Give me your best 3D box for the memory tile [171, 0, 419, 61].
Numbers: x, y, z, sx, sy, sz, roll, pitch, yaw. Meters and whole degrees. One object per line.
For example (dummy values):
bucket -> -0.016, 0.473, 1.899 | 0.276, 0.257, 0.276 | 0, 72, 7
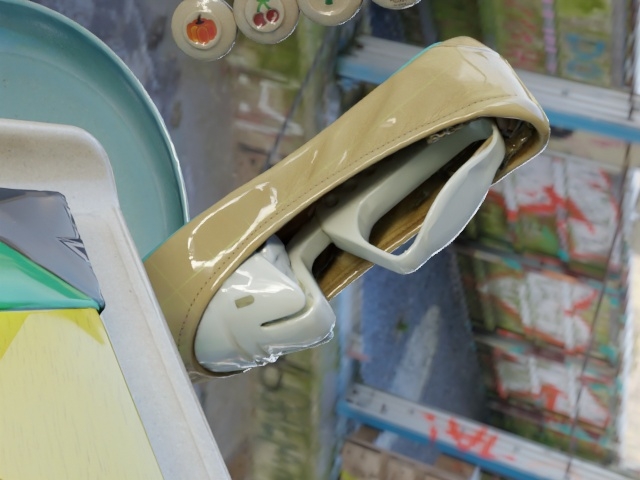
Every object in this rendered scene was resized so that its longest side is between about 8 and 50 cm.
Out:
memory tile -> -0.023, -0.163, 0.608 | 0.012, 0.148, 0.113 | -68, 143, -68

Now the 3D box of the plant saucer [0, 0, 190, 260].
plant saucer -> -0.218, 0.012, 0.684 | 0.044, 0.317, 0.318 | 21, 86, -72

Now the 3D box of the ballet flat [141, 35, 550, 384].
ballet flat -> 0.000, 0.000, 0.492 | 0.232, 0.073, 0.080 | -41, 142, -3

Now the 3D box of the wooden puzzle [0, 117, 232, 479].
wooden puzzle -> -0.123, 0.050, 0.301 | 0.221, 0.239, 0.044 | 2, 140, -37
